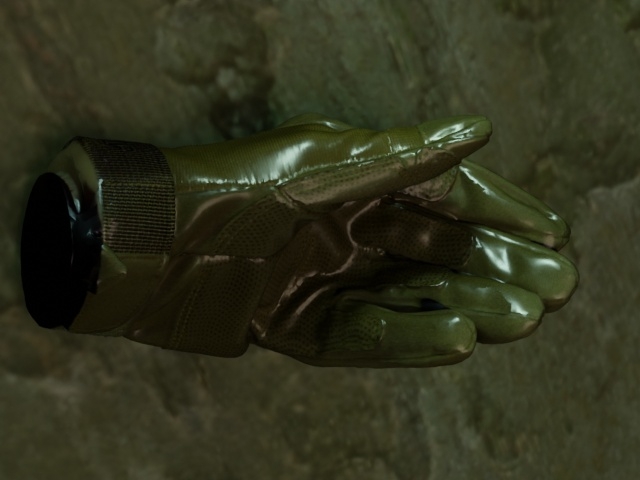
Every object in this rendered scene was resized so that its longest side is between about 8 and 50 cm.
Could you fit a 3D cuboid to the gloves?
[{"bbox_3d":[-0.008,0.000,1.179,0.331,0.141,0.154,0,85,-21],"label":"gloves"}]
